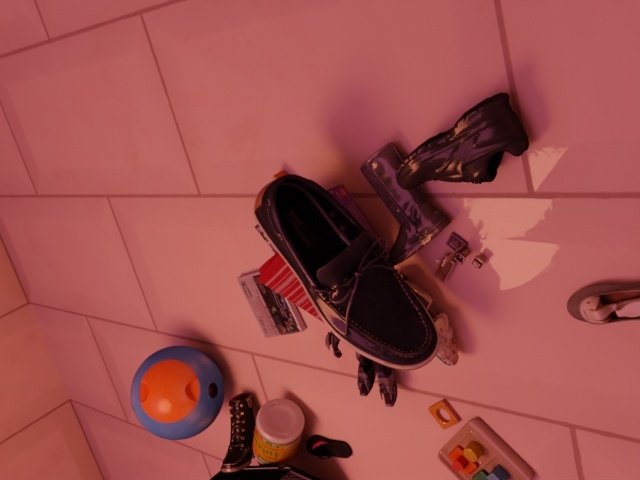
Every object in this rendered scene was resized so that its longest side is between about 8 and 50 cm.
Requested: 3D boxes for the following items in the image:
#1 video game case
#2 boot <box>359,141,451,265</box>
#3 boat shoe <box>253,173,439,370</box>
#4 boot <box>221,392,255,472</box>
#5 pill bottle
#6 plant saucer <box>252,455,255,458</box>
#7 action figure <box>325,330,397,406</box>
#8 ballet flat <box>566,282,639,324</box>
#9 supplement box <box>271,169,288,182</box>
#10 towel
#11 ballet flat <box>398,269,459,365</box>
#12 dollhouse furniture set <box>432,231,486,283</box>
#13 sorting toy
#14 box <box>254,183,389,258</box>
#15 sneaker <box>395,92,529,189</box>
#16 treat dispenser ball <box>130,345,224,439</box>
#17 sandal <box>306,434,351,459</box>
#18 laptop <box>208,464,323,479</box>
[{"bbox_3d":[-0.135,0.169,2.010,0.173,0.022,0.190,-17,100,50],"label":"video game case"},{"bbox_3d":[0.149,-0.071,1.531,0.208,0.076,0.189,47,125,2],"label":"boot"},{"bbox_3d":[0.052,0.061,1.506,0.500,0.186,0.156,49,163,6],"label":"boat shoe"},{"bbox_3d":[-0.250,0.574,2.223,0.085,0.236,0.179,-8,97,15],"label":"boot"},{"bbox_3d":[-0.127,0.578,2.160,0.136,0.136,0.246,38,143,23],"label":"pill bottle"},{"bbox_3d":[-0.194,0.647,2.372,0.067,0.018,0.192,54,139,6],"label":"plant saucer"},{"bbox_3d":[0.114,0.255,1.728,0.185,0.099,0.285,3,130,25],"label":"action figure"},{"bbox_3d":[0.509,0.112,1.285,0.213,0.068,0.072,-19,100,50],"label":"ballet flat"},{"bbox_3d":[-0.092,-0.110,1.779,0.062,0.036,0.098,42,138,16],"label":"supplement box"},{"bbox_3d":[-0.005,0.115,1.754,0.274,0.031,0.199,34,144,-8],"label":"towel"},{"bbox_3d":[0.225,0.163,1.600,0.241,0.091,0.077,47,116,8],"label":"ballet flat"},{"bbox_3d":[0.261,0.064,1.495,0.091,0.081,0.114,40,137,21],"label":"dollhouse furniture set"},{"bbox_3d":[0.366,0.520,1.702,0.347,0.047,0.196,44,138,17],"label":"sorting toy"},{"bbox_3d":[0.000,0.000,1.712,0.293,0.057,0.201,-18,112,49],"label":"box"},{"bbox_3d":[0.252,-0.147,1.353,0.130,0.109,0.286,55,138,-3],"label":"sneaker"},{"bbox_3d":[-0.442,0.472,2.304,0.288,0.288,0.288,24,130,33],"label":"treat dispenser ball"},{"bbox_3d":[0.013,0.594,2.110,0.179,0.040,0.067,-12,105,48],"label":"sandal"},{"bbox_3d":[-0.183,0.779,2.134,0.408,0.236,0.382,33,148,-26],"label":"laptop"}]
